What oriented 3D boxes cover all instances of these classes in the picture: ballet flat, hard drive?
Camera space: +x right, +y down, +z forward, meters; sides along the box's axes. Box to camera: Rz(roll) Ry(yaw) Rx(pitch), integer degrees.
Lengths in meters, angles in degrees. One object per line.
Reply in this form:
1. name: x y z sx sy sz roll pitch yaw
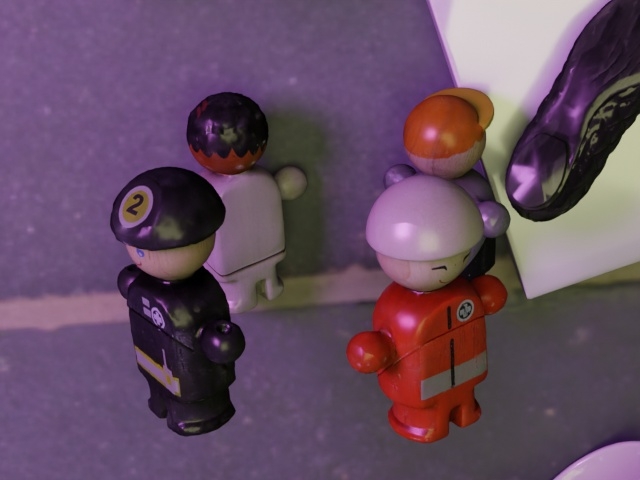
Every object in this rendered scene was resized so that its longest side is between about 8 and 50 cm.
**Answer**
1. ballet flat: 0.164 -0.086 0.958 0.057 0.049 0.173 39 97 16
2. hard drive: 0.242 -0.114 0.991 0.318 0.040 0.210 -19 106 3

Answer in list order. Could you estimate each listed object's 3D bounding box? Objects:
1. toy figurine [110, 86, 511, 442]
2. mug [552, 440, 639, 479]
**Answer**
1. toy figurine: 0.000 0.000 0.919 0.213 0.209 0.148 1 119 12
2. mug: 0.233 0.216 1.051 0.150 0.113 0.169 -36 107 9
